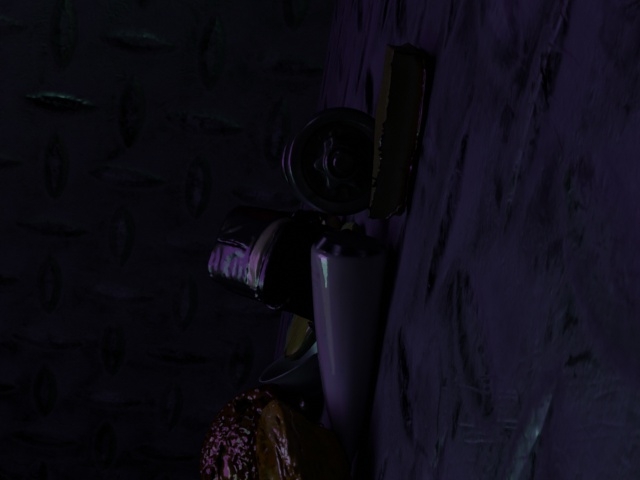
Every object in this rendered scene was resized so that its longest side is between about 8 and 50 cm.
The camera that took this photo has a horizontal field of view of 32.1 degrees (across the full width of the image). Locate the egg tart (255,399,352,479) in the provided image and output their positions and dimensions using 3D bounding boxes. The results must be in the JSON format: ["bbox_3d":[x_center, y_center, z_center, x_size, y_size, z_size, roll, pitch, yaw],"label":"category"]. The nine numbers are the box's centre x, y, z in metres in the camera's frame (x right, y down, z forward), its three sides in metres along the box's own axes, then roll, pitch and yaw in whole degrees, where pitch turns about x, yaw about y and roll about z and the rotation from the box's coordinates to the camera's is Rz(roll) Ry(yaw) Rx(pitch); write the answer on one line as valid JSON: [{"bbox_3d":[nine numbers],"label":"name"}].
[{"bbox_3d":[-0.017,0.379,1.700,0.294,0.123,0.294,169,90,-76],"label":"egg tart"}]

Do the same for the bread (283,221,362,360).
[{"bbox_3d":[0.010,0.095,2.123,0.301,0.045,0.301,-62,8,15],"label":"bread"}]

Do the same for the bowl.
[{"bbox_3d":[-0.021,0.255,2.175,0.086,0.189,0.189,58,179,-7],"label":"bowl"}]

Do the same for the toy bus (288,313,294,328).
[{"bbox_3d":[-0.032,0.222,2.521,0.106,0.090,0.184,103,175,-53],"label":"toy bus"}]

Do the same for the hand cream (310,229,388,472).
[{"bbox_3d":[0.037,0.164,1.746,0.185,0.118,0.358,-120,31,-70],"label":"hand cream"}]

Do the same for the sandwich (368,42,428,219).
[{"bbox_3d":[0.113,-0.169,1.665,0.212,0.063,0.244,-88,7,-76],"label":"sandwich"}]

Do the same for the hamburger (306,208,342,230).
[{"bbox_3d":[0.000,0.000,2.454,0.189,0.093,0.164,106,168,-68],"label":"hamburger"}]

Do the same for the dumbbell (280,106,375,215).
[{"bbox_3d":[0.022,-0.136,1.930,0.406,0.179,0.179,-139,57,-84],"label":"dumbbell"}]

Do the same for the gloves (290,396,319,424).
[{"bbox_3d":[-0.062,0.367,2.484,0.107,0.135,0.268,-57,5,-27],"label":"gloves"}]

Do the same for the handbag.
[{"bbox_3d":[-0.040,0.042,1.855,0.181,0.254,0.181,17,82,45],"label":"handbag"}]

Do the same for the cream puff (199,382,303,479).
[{"bbox_3d":[-0.113,0.431,2.080,0.303,0.212,0.303,52,153,42],"label":"cream puff"}]
